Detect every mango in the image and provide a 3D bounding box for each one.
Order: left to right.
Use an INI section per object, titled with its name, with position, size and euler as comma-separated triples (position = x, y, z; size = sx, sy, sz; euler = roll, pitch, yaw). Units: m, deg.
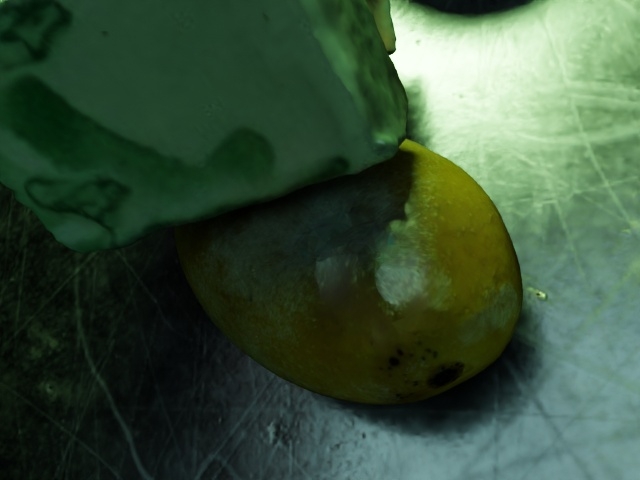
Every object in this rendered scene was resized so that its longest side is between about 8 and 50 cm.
[mango]
position = 0.000, 0.000, 0.646
size = 0.316, 0.146, 0.192
euler = 31, 73, 37

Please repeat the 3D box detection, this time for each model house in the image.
[model house]
position = -0.076, -0.174, 0.667
size = 0.267, 0.194, 0.325
euler = -16, 28, 25
